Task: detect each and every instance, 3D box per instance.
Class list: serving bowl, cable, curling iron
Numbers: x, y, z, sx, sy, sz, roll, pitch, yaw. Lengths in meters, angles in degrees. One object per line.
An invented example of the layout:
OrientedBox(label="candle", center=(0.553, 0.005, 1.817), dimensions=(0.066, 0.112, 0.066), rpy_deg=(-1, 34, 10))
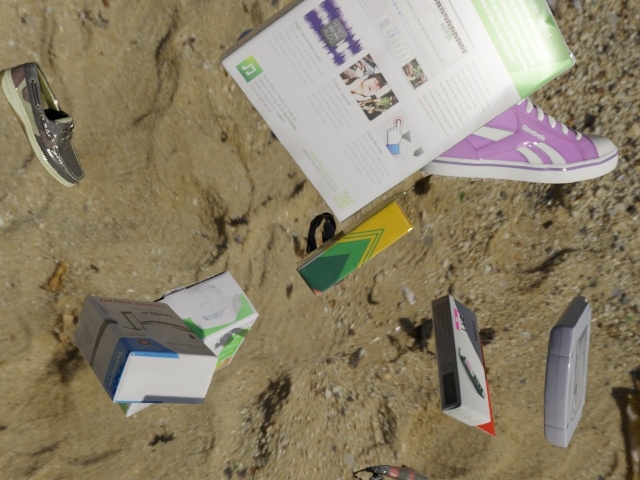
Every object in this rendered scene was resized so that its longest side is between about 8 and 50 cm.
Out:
OrientedBox(label="serving bowl", center=(-0.158, -0.405, 1.335), dimensions=(0.027, 0.083, 0.083), rpy_deg=(32, 81, 8))
OrientedBox(label="cable", center=(0.000, 0.000, 1.943), dimensions=(0.047, 0.150, 0.184), rpy_deg=(13, 40, -22))
OrientedBox(label="curling iron", center=(0.133, 0.406, 1.106), dimensions=(0.068, 0.274, 0.035), rpy_deg=(-23, 63, 22))

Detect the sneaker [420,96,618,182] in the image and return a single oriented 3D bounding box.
OrientedBox(label="sneaker", center=(0.269, -0.163, 0.839), dimensions=(0.282, 0.102, 0.161), rpy_deg=(1, 112, -10))

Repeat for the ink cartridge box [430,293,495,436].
OrientedBox(label="ink cartridge box", center=(0.355, 0.296, 1.505), dimensions=(0.060, 0.239, 0.275), rpy_deg=(-27, 46, 34))

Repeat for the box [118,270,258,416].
OrientedBox(label="box", center=(-0.291, 0.205, 1.307), dimensions=(0.262, 0.231, 0.127), rpy_deg=(-23, 68, -39))

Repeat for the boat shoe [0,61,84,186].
OrientedBox(label="boat shoe", center=(-0.464, -0.198, 1.108), dimensions=(0.073, 0.080, 0.223), rpy_deg=(-18, 116, 9))

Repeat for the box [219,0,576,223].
OrientedBox(label="box", center=(0.087, -0.198, 0.702), dimensions=(0.322, 0.058, 0.232), rpy_deg=(-33, 116, 9))

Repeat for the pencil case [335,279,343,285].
OrientedBox(label="pencil case", center=(0.024, 0.071, 1.742), dimensions=(0.095, 0.209, 0.098), rpy_deg=(-31, 90, -1))

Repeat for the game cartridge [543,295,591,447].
OrientedBox(label="game cartridge", center=(0.548, 0.293, 1.427), dimensions=(0.062, 0.198, 0.297), rpy_deg=(11, 113, 37))

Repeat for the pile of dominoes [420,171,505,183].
OrientedBox(label="pile of dominoes", center=(0.366, -0.248, 1.635), dimensions=(0.251, 0.040, 0.196), rpy_deg=(5, 122, 1))

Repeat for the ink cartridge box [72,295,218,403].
OrientedBox(label="ink cartridge box", center=(-0.276, 0.167, 1.001), dimensions=(0.203, 0.148, 0.086), rpy_deg=(31, 104, 48))

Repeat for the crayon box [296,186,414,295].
OrientedBox(label="crayon box", center=(0.094, -0.002, 1.503), dimensions=(0.318, 0.202, 0.081), rpy_deg=(-36, 93, 0))
